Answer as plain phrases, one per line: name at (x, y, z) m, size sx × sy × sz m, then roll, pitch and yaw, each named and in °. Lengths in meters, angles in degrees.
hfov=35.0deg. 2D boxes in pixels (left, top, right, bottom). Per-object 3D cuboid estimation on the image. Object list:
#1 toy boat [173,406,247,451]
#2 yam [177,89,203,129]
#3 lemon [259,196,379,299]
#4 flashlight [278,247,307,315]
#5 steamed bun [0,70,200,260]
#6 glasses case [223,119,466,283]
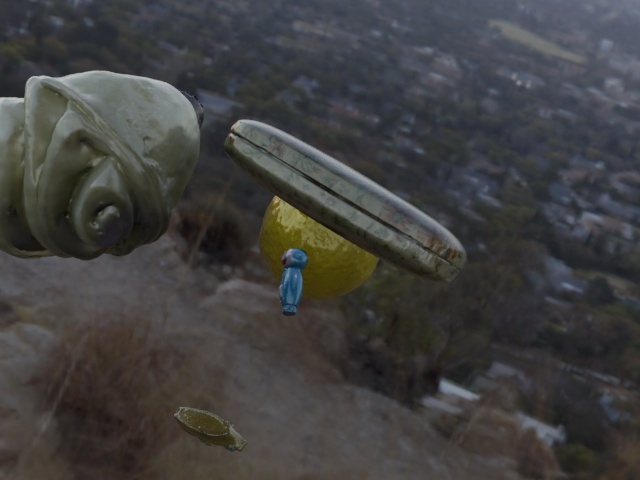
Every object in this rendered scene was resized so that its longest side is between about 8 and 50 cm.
toy boat at (-0.187, 0.321, 1.727) m, size 0.149 × 0.049 × 0.047 m, roll 14°, pitch 55°, yaw 34°
yam at (-0.331, -0.165, 2.014) m, size 0.131 × 0.131 × 0.279 m, roll 19°, pitch 58°, yaw 4°
lemon at (0.000, 0.000, 2.069) m, size 0.254 × 0.253 × 0.310 m, roll 21°, pitch -21°, yaw 8°
flashlight at (-0.049, 0.075, 1.862) m, size 0.051 × 0.129 × 0.051 m, roll 2°, pitch -23°, yaw 1°
steamed bun at (-0.369, -0.087, 1.604) m, size 0.352 × 0.339 × 0.247 m, roll -4°, pitch 59°, yaw -37°
glasses case at (0.032, -0.062, 1.545) m, size 0.425 × 0.098 × 0.156 m, roll 32°, pitch 2°, yaw 24°
